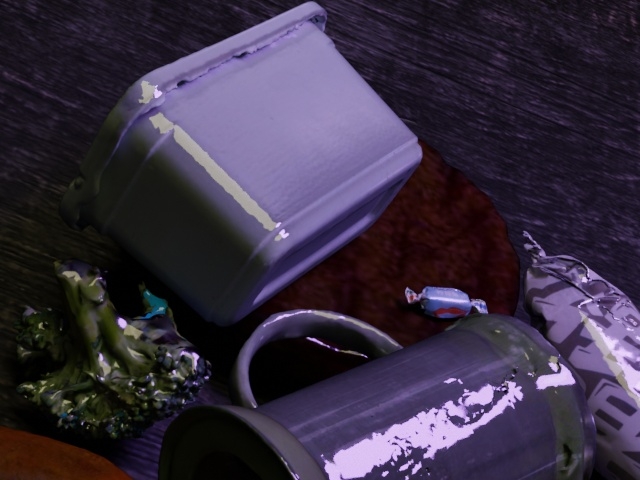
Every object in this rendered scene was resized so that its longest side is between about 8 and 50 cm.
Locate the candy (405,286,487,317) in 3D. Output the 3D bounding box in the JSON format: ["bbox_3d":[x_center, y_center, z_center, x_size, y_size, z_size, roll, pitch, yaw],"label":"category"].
[{"bbox_3d":[0.117,0.059,1.578,0.083,0.020,0.030,8,38,-22],"label":"candy"}]

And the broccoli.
[{"bbox_3d":[-0.176,0.085,1.398,0.154,0.160,0.167,-16,32,-16],"label":"broccoli"}]

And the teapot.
[{"bbox_3d":[0.044,0.161,1.393,0.337,0.200,0.270,-17,54,-38],"label":"teapot"}]

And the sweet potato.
[{"bbox_3d":[-0.231,0.195,1.283,0.359,0.112,0.112,15,35,13],"label":"sweet potato"}]

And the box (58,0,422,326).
[{"bbox_3d":[-0.055,-0.062,1.510,0.182,0.175,0.312,44,39,10],"label":"box"}]

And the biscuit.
[{"bbox_3d":[0.000,0.000,1.673,0.407,0.091,0.407,16,38,-12],"label":"biscuit"}]

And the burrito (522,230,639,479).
[{"bbox_3d":[0.311,0.170,1.632,0.139,0.101,0.445,-30,69,-23],"label":"burrito"}]
